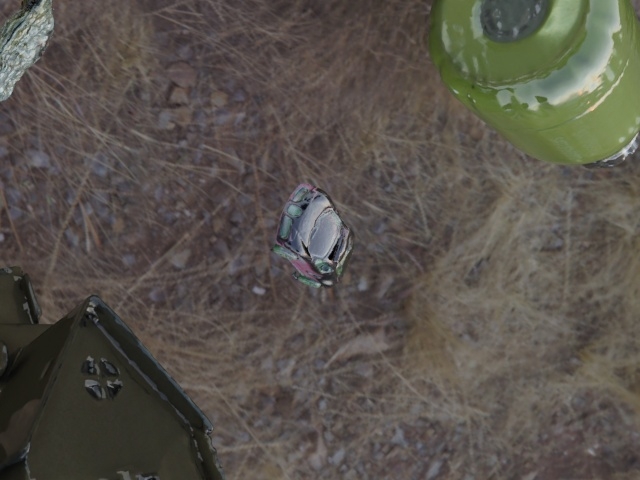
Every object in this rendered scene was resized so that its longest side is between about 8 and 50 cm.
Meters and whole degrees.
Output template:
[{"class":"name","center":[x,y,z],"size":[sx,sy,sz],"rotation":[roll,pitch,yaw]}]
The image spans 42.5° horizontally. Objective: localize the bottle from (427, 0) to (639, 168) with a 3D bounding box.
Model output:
[{"class":"bottle","center":[0.167,-0.108,0.558],"size":[0.260,0.112,0.112],"rotation":[16,103,-60]}]

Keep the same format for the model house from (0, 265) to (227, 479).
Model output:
[{"class":"model house","center":[-0.207,0.124,0.500],"size":[0.211,0.243,0.204],"rotation":[-34,154,28]}]

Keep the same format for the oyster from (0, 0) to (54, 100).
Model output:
[{"class":"oyster","center":[-0.407,-0.268,1.108],"size":[0.064,0.177,0.125],"rotation":[37,46,-17]}]

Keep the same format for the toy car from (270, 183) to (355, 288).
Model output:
[{"class":"toy car","center":[0.000,0.000,0.766],"size":[0.069,0.055,0.142],"rotation":[-66,157,-13]}]
